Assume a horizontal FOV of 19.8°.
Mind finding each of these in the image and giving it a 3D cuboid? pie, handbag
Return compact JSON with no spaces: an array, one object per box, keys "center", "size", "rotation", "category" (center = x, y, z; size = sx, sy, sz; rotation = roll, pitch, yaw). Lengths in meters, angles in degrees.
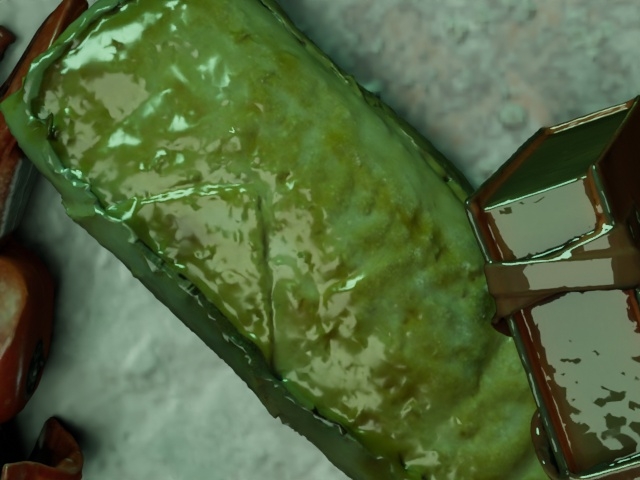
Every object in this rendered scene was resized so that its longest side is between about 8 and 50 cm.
[{"center":[0.000,0.000,0.720],"size":[0.282,0.068,0.128],"rotation":[45,78,-2],"category":"pie"},{"center":[0.106,0.023,0.653],"size":[0.063,0.190,0.127],"rotation":[-18,97,16],"category":"handbag"}]

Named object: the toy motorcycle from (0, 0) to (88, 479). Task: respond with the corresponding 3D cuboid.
[{"center":[-0.179,0.033,0.783],"size":[0.171,0.089,0.298],"rotation":[9,103,12],"category":"toy motorcycle"}]
